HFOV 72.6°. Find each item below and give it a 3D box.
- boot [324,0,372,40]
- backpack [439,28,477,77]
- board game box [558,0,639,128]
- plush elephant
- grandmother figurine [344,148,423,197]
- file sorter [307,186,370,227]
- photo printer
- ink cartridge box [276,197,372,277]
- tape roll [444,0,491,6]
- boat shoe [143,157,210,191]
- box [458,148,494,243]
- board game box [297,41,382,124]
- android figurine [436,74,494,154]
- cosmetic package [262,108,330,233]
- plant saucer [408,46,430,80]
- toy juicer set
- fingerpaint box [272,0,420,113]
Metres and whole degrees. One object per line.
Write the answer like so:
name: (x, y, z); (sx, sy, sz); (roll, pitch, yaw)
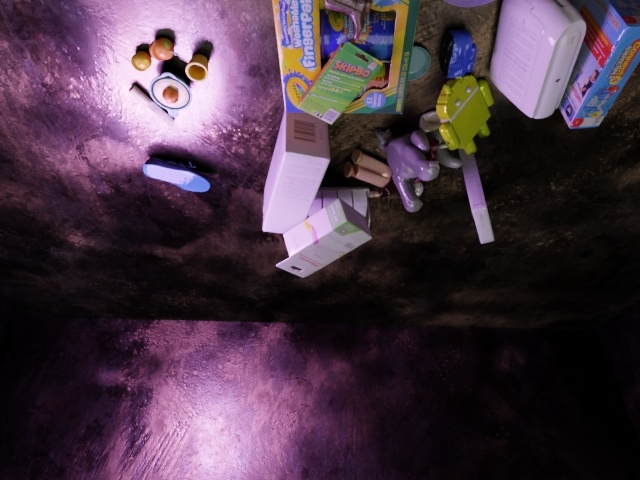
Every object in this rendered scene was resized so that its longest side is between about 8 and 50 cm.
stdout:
boot: (0.056, -0.553, 1.059); (0.114, 0.037, 0.107); (10, 131, -13)
backpack: (0.413, -0.567, 1.307); (0.101, 0.098, 0.120); (-10, 133, -3)
board game box: (0.731, -0.525, 1.186); (0.086, 0.309, 0.302); (-2, 146, 0)
plush elephant: (0.378, -0.307, 1.563); (0.255, 0.330, 0.272); (-20, 149, -13)
grandmother figurine: (0.265, -0.248, 1.758); (0.342, 0.104, 0.208); (16, 136, -23)
file sorter: (0.071, -0.107, 1.896); (0.277, 0.173, 0.193); (0, 145, 0)
photo printer: (0.595, -0.537, 1.219); (0.107, 0.256, 0.308); (-21, 144, -4)
ink cartridge box: (0.000, 0.000, 1.735); (0.353, 0.119, 0.207); (-32, 146, 21)
tape roll: (0.389, -0.732, 1.069); (0.274, 0.090, 0.275); (0, 145, 0)
boat shoe: (-0.556, -0.275, 1.717); (0.258, 0.089, 0.109); (21, 127, -21)
box: (0.595, -0.182, 1.667); (0.058, 0.322, 0.232); (-12, 145, 22)
board game box: (0.051, -0.441, 1.230); (0.124, 0.039, 0.259); (20, 147, -25)
android figurine: (0.475, -0.422, 1.431); (0.056, 0.248, 0.273); (24, 158, 52)
cosmetic package: (-0.103, -0.241, 1.647); (0.161, 0.230, 0.453); (7, 145, -14)
plant saucer: (0.285, -0.561, 1.373); (0.119, 0.021, 0.119); (-1, 145, -1)
toy juicer set: (-0.513, -0.493, 1.393); (0.209, 0.090, 0.329); (23, 139, -31)
fingerpaint box: (0.068, -0.574, 1.206); (0.370, 0.163, 0.445); (2, 146, 3)
